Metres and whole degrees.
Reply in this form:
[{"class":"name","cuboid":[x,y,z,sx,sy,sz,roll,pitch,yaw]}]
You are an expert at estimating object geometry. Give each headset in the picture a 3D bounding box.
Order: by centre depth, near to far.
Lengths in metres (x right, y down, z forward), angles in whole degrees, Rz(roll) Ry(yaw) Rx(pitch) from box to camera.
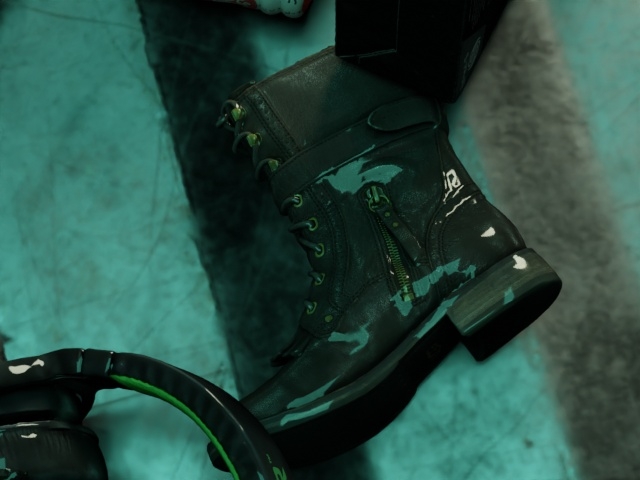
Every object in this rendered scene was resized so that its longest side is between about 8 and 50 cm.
[{"class":"headset","cuboid":[-0.208,0.183,1.125,0.394,0.185,0.243,-4,75,22]}]

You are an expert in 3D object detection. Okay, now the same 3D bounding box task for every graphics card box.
[{"class":"graphics card box","cuboid":[0.124,-0.293,1.187,0.094,0.233,0.371,23,69,9]}]

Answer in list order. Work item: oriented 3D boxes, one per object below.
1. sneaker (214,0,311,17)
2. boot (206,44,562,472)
[{"class":"sneaker","cuboid":[-0.023,-0.277,1.296,0.145,0.090,0.270,18,77,5]},{"class":"boot","cuboid":[0.000,0.000,1.225,0.263,0.091,0.229,-31,69,-8]}]
